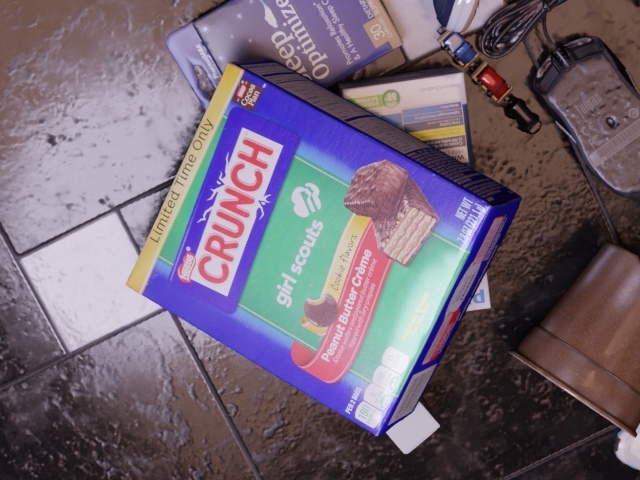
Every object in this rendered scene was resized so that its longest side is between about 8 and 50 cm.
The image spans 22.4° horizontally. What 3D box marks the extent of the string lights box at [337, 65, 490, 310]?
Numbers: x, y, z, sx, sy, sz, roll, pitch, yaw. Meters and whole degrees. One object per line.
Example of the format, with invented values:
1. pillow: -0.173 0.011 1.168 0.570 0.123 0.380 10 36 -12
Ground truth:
1. string lights box: 0.102 -0.050 1.759 0.133 0.077 0.260 -9 102 -2

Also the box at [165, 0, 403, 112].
1. box: -0.040 -0.214 1.740 0.225 0.036 0.136 -30 102 5

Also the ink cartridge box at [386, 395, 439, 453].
1. ink cartridge box: 0.077 0.172 1.782 0.052 0.122 0.088 -40 101 1

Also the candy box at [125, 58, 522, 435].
1. candy box: 0.000 0.000 1.659 0.317 0.122 0.268 30 105 17

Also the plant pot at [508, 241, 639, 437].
1. plant pot: 0.318 0.101 1.768 0.167 0.167 0.165 33 90 -9

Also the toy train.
1. toy train: 0.184 -0.173 1.759 0.027 0.036 0.158 -44 100 6

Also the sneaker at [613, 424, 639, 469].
1. sneaker: 0.430 0.247 1.837 0.190 0.083 0.071 8 103 -4

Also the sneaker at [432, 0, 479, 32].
1. sneaker: 0.100 -0.359 1.658 0.153 0.099 0.282 4 103 -6

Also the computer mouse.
1. computer mouse: 0.318 -0.187 1.756 0.184 0.060 0.262 -42 89 10
